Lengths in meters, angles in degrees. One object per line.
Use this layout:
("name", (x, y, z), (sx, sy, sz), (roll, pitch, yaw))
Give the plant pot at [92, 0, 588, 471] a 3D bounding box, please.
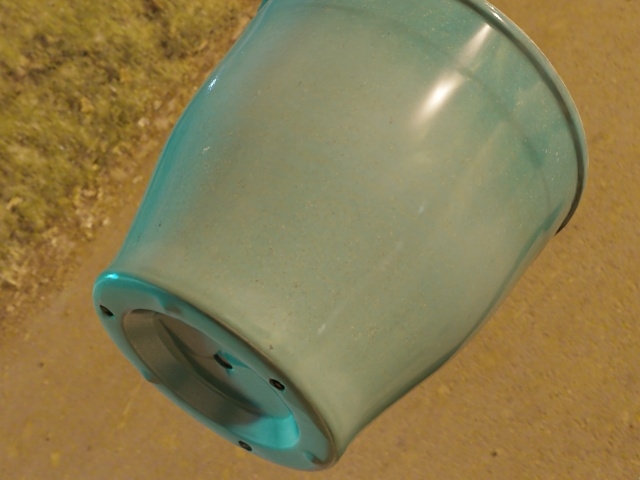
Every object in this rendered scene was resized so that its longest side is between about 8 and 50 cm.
("plant pot", (0.000, 0.000, 0.593), (0.272, 0.271, 0.255), (8, 50, 41))
